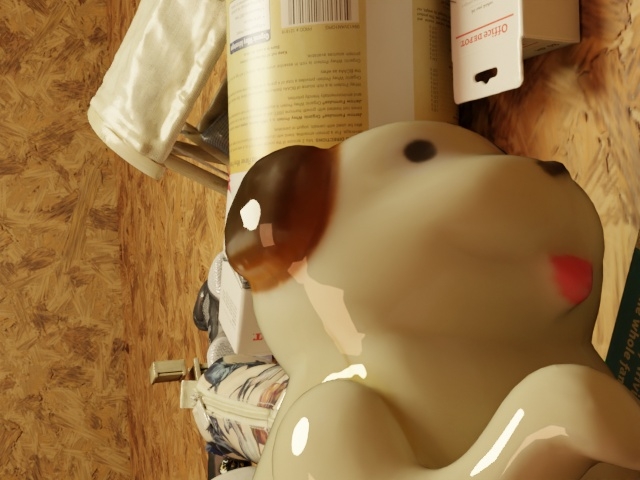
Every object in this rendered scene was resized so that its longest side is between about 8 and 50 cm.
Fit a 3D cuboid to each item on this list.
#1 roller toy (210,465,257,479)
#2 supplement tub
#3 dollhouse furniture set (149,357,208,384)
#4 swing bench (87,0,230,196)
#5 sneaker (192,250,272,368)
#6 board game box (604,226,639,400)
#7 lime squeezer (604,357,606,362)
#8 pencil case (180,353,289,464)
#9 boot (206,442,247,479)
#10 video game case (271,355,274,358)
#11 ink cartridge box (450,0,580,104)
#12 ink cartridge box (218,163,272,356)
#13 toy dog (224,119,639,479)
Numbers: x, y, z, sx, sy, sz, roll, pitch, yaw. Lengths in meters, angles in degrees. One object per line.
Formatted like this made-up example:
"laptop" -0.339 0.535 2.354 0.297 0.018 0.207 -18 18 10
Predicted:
"roller toy" -0.100 0.442 1.219 0.191 0.209 0.146 60 180 -42
"supplement tub" 0.022 -0.130 0.823 0.228 0.228 0.316 -178 87 -67
"dollhouse furniture set" -0.217 0.285 1.493 0.161 0.181 0.101 125 137 -55
"swing bench" -0.118 -0.198 1.032 0.253 0.254 0.165 -59 35 19
"sneaker" -0.149 0.159 1.372 0.153 0.101 0.269 138 132 -62
"board game box" 0.284 0.111 0.409 0.336 0.079 0.254 -136 48 -59
"lime squeezer" 0.192 0.120 0.617 0.310 0.110 0.059 -52 16 12
"pencil case" -0.048 0.228 1.084 0.410 0.183 0.160 163 104 -66
"boot" -0.155 0.428 1.485 0.236 0.085 0.179 149 119 -65
"video game case" -0.081 0.095 1.355 0.274 0.026 0.196 155 111 -65
"ink cartridge box" 0.161 -0.210 0.701 0.104 0.060 0.180 -179 88 -67
"ink cartridge box" -0.026 0.011 1.024 0.100 0.172 0.237 -133 45 -58
"toy dog" 0.071 0.132 0.495 0.395 0.284 0.408 167 106 -64
